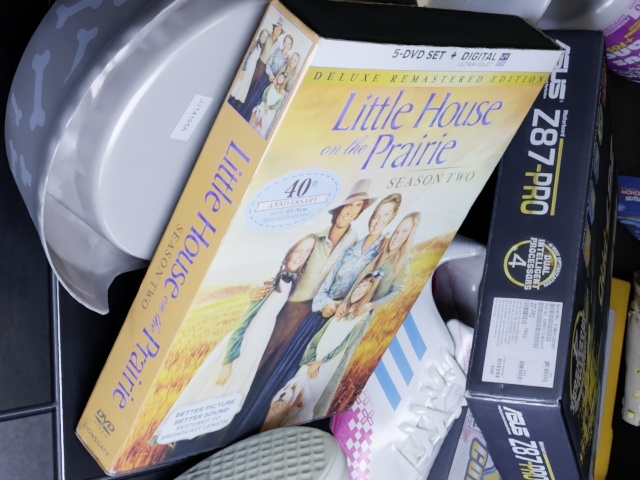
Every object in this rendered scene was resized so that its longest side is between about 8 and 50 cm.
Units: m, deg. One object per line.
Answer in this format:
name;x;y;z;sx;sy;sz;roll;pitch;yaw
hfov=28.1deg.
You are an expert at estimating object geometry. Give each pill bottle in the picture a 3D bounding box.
pill bottle;0.381;-0.287;1.545;0.301;0.169;0.169;15;81;-46

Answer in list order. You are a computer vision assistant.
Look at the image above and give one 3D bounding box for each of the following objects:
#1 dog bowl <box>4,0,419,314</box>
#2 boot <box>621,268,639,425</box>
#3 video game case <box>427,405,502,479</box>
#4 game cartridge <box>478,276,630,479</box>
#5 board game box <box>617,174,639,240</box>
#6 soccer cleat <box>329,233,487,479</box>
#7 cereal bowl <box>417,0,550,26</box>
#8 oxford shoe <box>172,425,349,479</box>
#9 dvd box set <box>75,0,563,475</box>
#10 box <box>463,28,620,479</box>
dog bowl;-0.085;-0.102;0.987;0.348;0.102;0.349;-31;147;-23
boot;0.434;0.143;1.622;0.262;0.095;0.204;-23;117;-83
video game case;0.193;0.291;1.406;0.248;0.035;0.275;30;72;-44
game cartridge;0.271;0.188;1.536;0.285;0.052;0.324;13;82;-47
board game box;0.508;-0.013;1.713;0.194;0.194;0.060;40;63;-56
soccer cleat;0.099;0.147;1.280;0.116;0.143;0.331;18;79;-46
cereal bowl;0.072;-0.279;1.190;0.339;0.141;0.339;-24;136;-25
oxford shoe;-0.130;0.333;1.030;0.449;0.169;0.130;-48;122;-26
dvd box set;0.000;0.000;1.054;0.307;0.062;0.420;-6;133;-48
box;0.234;0.038;1.284;0.318;0.097;0.395;66;32;-58
